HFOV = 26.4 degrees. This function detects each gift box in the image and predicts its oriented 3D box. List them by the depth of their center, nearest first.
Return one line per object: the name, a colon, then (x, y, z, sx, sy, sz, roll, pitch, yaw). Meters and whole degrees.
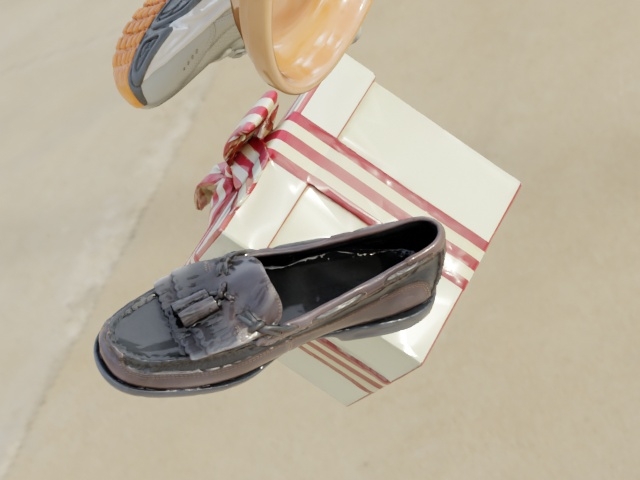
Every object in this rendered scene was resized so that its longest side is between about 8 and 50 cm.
gift box: (0.000, 0.000, 1.319, 0.276, 0.258, 0.255, -58, 5, -29)

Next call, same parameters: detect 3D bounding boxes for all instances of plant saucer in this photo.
plant saucer: (0.001, -0.181, 0.761, 0.037, 0.200, 0.200, 21, 50, 14)

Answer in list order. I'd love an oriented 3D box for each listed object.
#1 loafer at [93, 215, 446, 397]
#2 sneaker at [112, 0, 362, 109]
loafer: (-0.034, 0.038, 1.086, 0.302, 0.095, 0.109, -13, 56, -26)
sneaker: (-0.029, -0.166, 0.972, 0.262, 0.121, 0.099, -46, 26, -20)
